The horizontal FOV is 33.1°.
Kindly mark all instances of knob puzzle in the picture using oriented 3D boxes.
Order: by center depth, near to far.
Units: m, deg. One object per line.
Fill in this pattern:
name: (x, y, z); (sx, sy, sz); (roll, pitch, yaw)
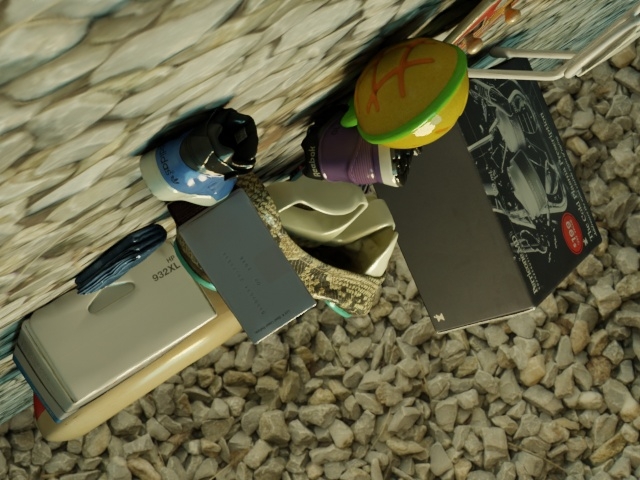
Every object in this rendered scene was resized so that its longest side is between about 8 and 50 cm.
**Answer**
knob puzzle: (0.179, -0.230, 1.154); (0.213, 0.030, 0.213); (-42, 178, -2)

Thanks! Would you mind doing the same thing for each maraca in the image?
maraca: (0.081, -0.149, 1.080); (0.127, 0.099, 0.186); (-48, -157, -7)

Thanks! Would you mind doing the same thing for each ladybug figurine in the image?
ladybug figurine: (-0.333, 0.191, 1.886); (0.449, 0.162, 0.305); (-34, 179, 6)

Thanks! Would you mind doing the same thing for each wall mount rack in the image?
wall mount rack: (0.356, -0.299, 1.533); (0.304, 0.130, 0.350); (-38, 176, 32)

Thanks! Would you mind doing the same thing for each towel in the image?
towel: (-0.231, 0.024, 1.255); (0.119, 0.029, 0.067); (-35, 179, 35)

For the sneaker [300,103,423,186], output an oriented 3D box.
sneaker: (0.048, -0.137, 1.263); (0.124, 0.107, 0.283); (-2, -164, 14)

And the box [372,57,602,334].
box: (0.254, -0.078, 1.678); (0.179, 0.343, 0.312); (-20, -172, 38)

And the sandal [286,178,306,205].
sandal: (-0.061, -0.053, 1.702); (0.090, 0.060, 0.219); (-34, 178, 39)

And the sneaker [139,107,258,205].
sneaker: (-0.080, -0.070, 0.890); (0.085, 0.058, 0.152); (-25, 174, 18)

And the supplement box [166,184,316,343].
supplement box: (-0.085, 0.010, 1.070); (0.073, 0.130, 0.239); (-34, -168, -6)

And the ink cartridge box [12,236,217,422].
ink cartridge box: (-0.294, 0.132, 1.492); (0.223, 0.129, 0.307); (-32, 178, -22)

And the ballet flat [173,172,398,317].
ballet flat: (0.000, 0.000, 1.407); (0.182, 0.164, 0.483); (-42, 157, 14)

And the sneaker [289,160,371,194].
sneaker: (0.045, -0.088, 1.563); (0.104, 0.125, 0.262); (-33, 179, -15)
